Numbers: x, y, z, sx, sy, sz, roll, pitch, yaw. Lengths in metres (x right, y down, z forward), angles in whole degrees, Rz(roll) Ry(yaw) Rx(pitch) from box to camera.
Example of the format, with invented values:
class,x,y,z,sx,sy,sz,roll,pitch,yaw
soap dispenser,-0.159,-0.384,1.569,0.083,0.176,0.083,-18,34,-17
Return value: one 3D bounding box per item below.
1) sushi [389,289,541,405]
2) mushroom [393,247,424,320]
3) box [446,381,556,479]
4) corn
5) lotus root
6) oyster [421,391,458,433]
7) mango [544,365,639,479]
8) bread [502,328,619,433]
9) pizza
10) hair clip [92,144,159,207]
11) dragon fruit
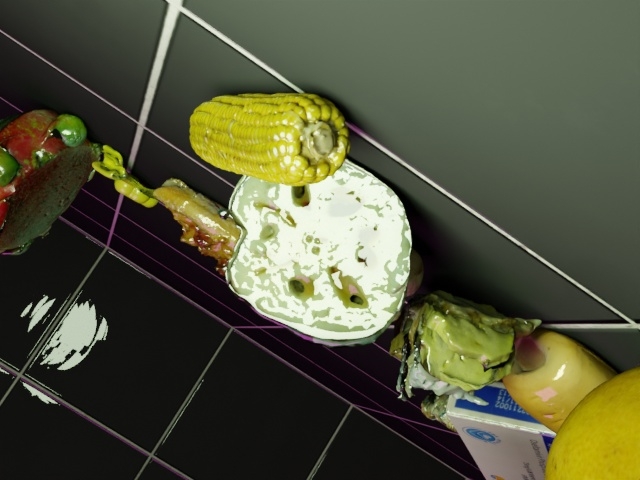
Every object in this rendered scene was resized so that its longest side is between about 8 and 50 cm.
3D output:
class,x,y,z,sx,sy,sz,roll,pitch,yaw
sushi,0.152,0.124,1.078,0.139,0.131,0.291,16,169,0
mushroom,0.043,0.047,1.066,0.112,0.148,0.148,49,163,-20
box,0.313,0.300,1.384,0.200,0.065,0.343,8,152,26
corn,-0.057,-0.093,0.872,0.080,0.080,0.231,39,166,-31
lotus root,0.004,0.002,0.962,0.204,0.183,0.078,36,-163,9
oyster,0.296,0.307,1.611,0.260,0.092,0.198,29,172,-1
mango,0.333,0.212,0.803,0.264,0.221,0.378,34,160,11
bread,0.330,0.209,1.112,0.305,0.091,0.142,36,162,-22
pizza,-0.138,0.013,1.514,0.305,0.085,0.161,37,168,-16
hair clip,-0.320,-0.097,1.626,0.072,0.046,0.173,32,171,19
dragon fruit,-0.470,-0.099,1.542,0.130,0.295,0.268,41,-158,11
